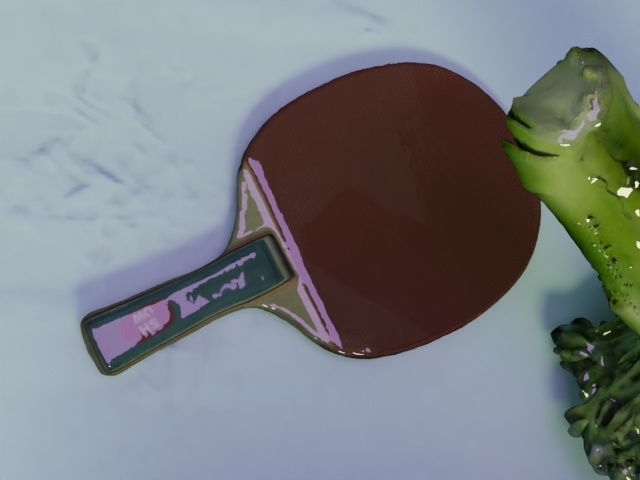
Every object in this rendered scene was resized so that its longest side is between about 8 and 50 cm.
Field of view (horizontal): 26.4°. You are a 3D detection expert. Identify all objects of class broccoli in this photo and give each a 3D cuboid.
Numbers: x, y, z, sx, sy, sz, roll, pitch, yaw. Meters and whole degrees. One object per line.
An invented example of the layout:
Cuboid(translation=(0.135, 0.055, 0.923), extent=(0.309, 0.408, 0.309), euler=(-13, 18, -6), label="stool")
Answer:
Cuboid(translation=(0.176, 0.047, 0.663), extent=(0.275, 0.177, 0.198), euler=(33, 43, -49), label="broccoli")

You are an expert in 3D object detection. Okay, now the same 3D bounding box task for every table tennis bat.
Cuboid(translation=(0.000, 0.000, 0.735), extent=(0.274, 0.021, 0.154), euler=(-26, 89, -20), label="table tennis bat")
